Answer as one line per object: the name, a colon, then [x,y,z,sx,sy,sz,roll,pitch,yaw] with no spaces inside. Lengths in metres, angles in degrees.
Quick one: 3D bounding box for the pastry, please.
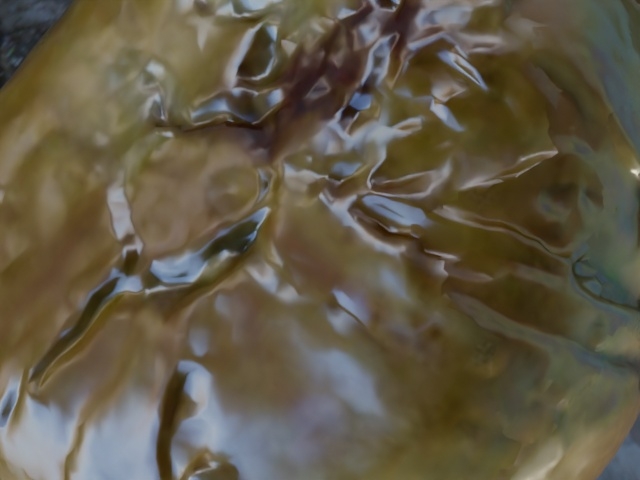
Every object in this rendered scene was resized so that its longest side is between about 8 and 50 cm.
pastry: [0.000,0.000,0.753,0.409,0.409,0.245,-42,142,11]
